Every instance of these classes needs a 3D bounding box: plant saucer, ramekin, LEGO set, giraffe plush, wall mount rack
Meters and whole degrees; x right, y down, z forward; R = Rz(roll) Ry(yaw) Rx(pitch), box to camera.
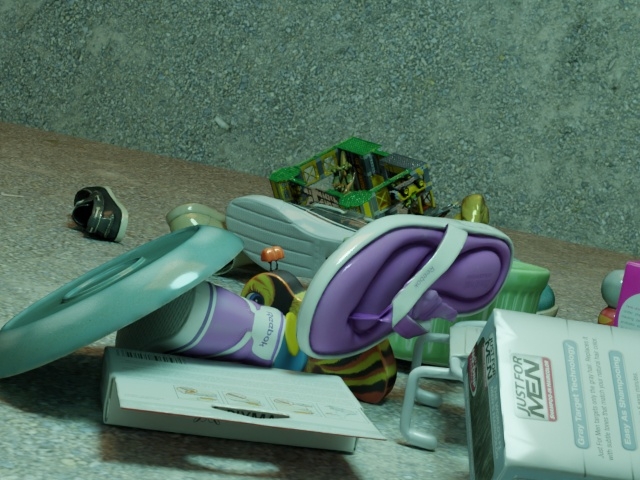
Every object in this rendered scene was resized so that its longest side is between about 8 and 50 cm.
[{"bbox_3d":[-0.235,0.058,1.528,0.318,0.043,0.317,-25,8,4],"label":"plant saucer"},{"bbox_3d":[0.171,0.092,1.984,0.303,0.148,0.303,9,4,-1],"label":"ramekin"},{"bbox_3d":[0.075,-0.047,2.533,0.255,0.192,0.331,-34,32,-34],"label":"LEGO set"},{"bbox_3d":[0.250,0.006,2.822,0.171,0.181,0.210,3,40,18],"label":"giraffe plush"},{"bbox_3d":[0.253,0.189,1.613,0.304,0.130,0.350,8,8,6],"label":"wall mount rack"}]

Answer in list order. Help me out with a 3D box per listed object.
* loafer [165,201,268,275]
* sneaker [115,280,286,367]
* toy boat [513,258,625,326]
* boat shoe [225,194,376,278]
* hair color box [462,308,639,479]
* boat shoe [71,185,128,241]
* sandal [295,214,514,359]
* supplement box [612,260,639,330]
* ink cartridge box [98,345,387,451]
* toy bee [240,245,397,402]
[{"bbox_3d":[-0.158,0.018,2.362,0.268,0.092,0.102,21,-36,-40],"label":"loafer"},{"bbox_3d":[-0.138,0.116,1.623,0.161,0.102,0.282,18,-12,-26],"label":"sneaker"},{"bbox_3d":[0.367,0.095,2.274,0.318,0.148,0.267,12,8,12],"label":"toy boat"},{"bbox_3d":[0.000,0.000,2.250,0.335,0.121,0.119,21,29,28],"label":"boat shoe"},{"bbox_3d":[0.339,0.198,1.362,0.375,0.113,0.185,9,48,-9],"label":"hair color box"},{"bbox_3d":[-0.429,-0.058,2.557,0.079,0.084,0.233,7,12,-26],"label":"boat shoe"},{"bbox_3d":[0.132,0.051,1.648,0.102,0.169,0.416,23,24,34],"label":"sandal"},{"bbox_3d":[0.448,0.143,1.794,0.111,0.220,0.114,16,10,32],"label":"supplement box"},{"bbox_3d":[-0.089,0.182,1.434,0.275,0.060,0.239,9,9,-13],"label":"ink cartridge box"},{"bbox_3d":[-0.042,0.096,1.721,0.298,0.162,0.195,10,9,-6],"label":"toy bee"}]
